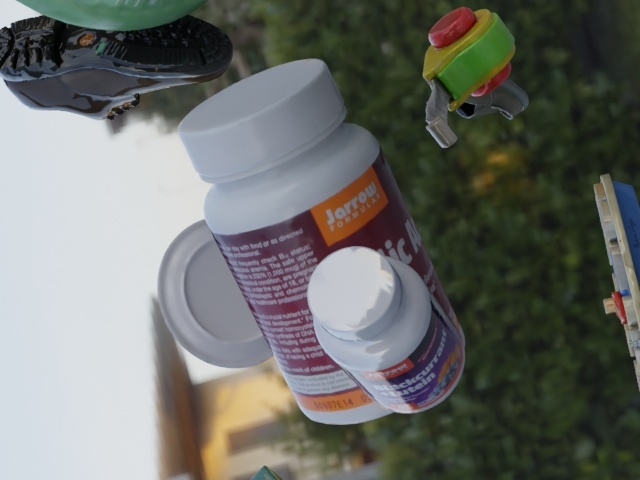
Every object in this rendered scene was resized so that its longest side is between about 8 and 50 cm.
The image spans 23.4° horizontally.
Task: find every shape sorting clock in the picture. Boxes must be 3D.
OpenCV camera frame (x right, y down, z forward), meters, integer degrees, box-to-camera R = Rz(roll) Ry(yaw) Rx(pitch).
[{"bbox_3d":[0.244,0.049,1.218,0.206,0.040,0.206,-10,-90,-83],"label":"shape sorting clock"}]

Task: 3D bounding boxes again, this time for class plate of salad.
[{"bbox_3d":[-0.119,0.067,1.995,0.048,0.200,0.199,-28,75,61],"label":"plate of salad"}]

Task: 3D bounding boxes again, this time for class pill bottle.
[{"bbox_3d":[0.000,0.000,1.825,0.224,0.224,0.392,-98,-17,-70],"label":"pill bottle"},{"bbox_3d":[0.057,0.078,1.393,0.193,0.108,0.108,50,-157,-59],"label":"pill bottle"}]

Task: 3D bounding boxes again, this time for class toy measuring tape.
[{"bbox_3d":[0.195,-0.224,2.005,0.330,0.121,0.121,-78,-26,-62],"label":"toy measuring tape"}]

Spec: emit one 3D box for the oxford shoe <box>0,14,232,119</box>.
[{"bbox_3d":[-0.183,-0.159,1.425,0.096,0.227,0.082,71,-154,-49],"label":"oxford shoe"}]

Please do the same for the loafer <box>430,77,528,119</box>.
[{"bbox_3d":[0.232,-0.232,2.350,0.094,0.087,0.251,45,-168,33],"label":"loafer"}]

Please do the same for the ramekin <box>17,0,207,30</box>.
[{"bbox_3d":[-0.175,-0.347,1.320,0.148,0.303,0.303,-36,66,58],"label":"ramekin"}]

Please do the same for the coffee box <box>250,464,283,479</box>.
[{"bbox_3d":[-0.011,0.388,2.101,0.184,0.040,0.113,44,175,-29],"label":"coffee box"}]
